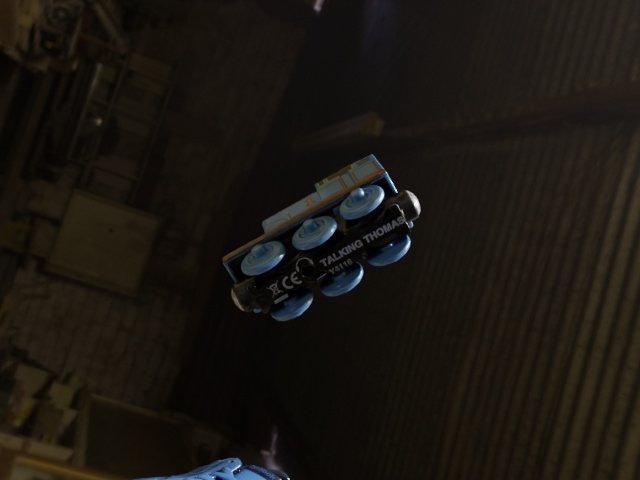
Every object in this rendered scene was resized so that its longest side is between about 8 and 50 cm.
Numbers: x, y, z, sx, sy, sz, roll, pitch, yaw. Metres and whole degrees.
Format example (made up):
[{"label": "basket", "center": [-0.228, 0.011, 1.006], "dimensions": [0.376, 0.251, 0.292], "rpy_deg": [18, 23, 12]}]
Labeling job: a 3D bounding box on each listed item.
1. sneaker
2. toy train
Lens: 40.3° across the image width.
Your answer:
[{"label": "sneaker", "center": [-0.078, 0.174, 0.584], "dimensions": [0.082, 0.069, 0.209], "rpy_deg": [-42, 157, 3]}, {"label": "toy train", "center": [0.000, 0.000, 0.784], "dimensions": [0.184, 0.080, 0.105], "rpy_deg": [-30, -154, 2]}]
